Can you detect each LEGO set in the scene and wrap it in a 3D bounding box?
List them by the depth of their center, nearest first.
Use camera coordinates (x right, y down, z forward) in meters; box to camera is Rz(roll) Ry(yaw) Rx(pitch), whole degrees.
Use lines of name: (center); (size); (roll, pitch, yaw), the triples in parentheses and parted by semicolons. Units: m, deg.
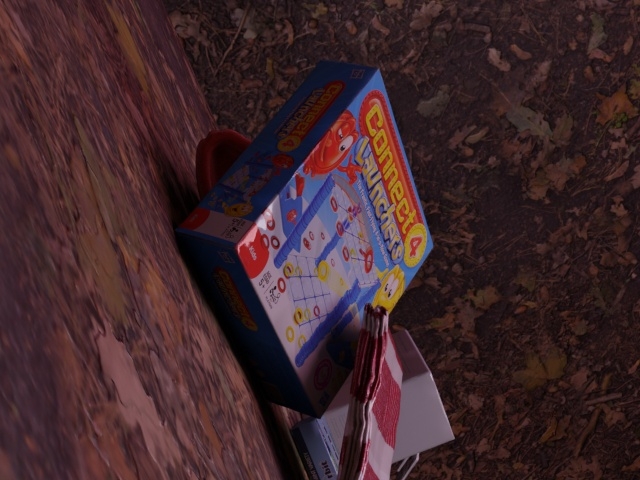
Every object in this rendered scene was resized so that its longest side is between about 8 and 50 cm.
LEGO set: (0.131, 0.440, 1.770); (0.060, 0.244, 0.182); (30, 20, -1)

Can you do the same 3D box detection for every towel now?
towel: (0.063, 0.268, 1.197); (0.237, 0.037, 0.329); (69, 27, -60)

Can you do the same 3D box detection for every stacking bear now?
stacking bear: (-0.091, -0.049, 1.401); (0.289, 0.175, 0.164); (155, -65, -80)

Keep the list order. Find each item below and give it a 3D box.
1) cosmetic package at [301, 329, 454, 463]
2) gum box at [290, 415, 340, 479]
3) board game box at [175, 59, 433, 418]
cosmetic package: (0.088, 0.285, 1.733); (0.224, 0.224, 0.138); (-111, 178, -76)
gum box: (0.010, 0.332, 1.443); (0.184, 0.041, 0.157); (62, 5, -82)
board game box: (0.000, 0.000, 1.197); (0.086, 0.302, 0.308); (14, -37, 34)
